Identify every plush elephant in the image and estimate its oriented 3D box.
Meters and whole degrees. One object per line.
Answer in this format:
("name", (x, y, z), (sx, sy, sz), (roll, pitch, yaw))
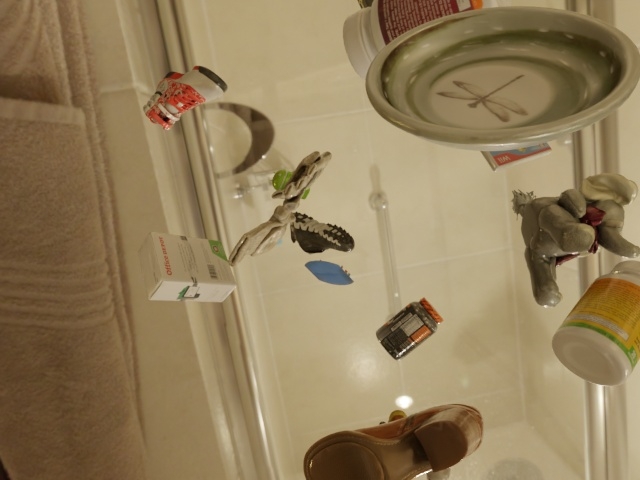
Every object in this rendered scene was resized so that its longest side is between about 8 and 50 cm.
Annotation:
("plush elephant", (0.647, -0.022, 1.126), (0.255, 0.272, 0.330), (-2, -140, 3))

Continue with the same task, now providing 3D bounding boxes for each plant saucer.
("plant saucer", (0.278, -0.252, 0.745), (0.400, 0.101, 0.401), (-8, -133, 9))

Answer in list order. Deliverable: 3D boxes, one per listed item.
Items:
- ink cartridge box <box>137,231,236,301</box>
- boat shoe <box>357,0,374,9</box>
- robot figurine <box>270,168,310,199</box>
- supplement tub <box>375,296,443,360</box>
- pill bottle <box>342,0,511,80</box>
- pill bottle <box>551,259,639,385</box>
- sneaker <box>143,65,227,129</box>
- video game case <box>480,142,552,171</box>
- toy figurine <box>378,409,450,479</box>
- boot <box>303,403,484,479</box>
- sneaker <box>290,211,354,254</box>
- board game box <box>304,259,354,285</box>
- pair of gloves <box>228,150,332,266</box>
("ink cartridge box", (-0.356, 0.075, 1.212), (0.219, 0.160, 0.092), (10, 134, -44))
("boat shoe", (0.210, -0.684, 1.499), (0.091, 0.305, 0.109), (-11, -139, 25))
("robot figurine", (-0.086, -0.160, 1.296), (0.115, 0.067, 0.101), (23, -141, -11))
("supplement tub", (0.272, 0.267, 1.386), (0.190, 0.117, 0.117), (-41, -171, 7))
("pill bottle", (0.270, -0.572, 1.188), (0.392, 0.224, 0.224), (-9, -170, 36))
("pill bottle", (0.578, 0.151, 0.893), (0.245, 0.136, 0.136), (-40, -155, -25))
("sneaker", (-0.334, -0.334, 1.098), (0.270, 0.145, 0.090), (19, 165, 46))
("video game case", (0.545, -0.353, 1.390), (0.204, 0.285, 0.025), (-18, 157, -14))
("toy figurine", (0.192, 0.560, 1.131), (0.213, 0.148, 0.209), (-35, -118, -12))
("boot", (0.093, 0.237, 0.520), (0.197, 0.073, 0.152), (-20, 161, 21))
("sneaker", (0.000, 0.000, 1.325), (0.234, 0.106, 0.078), (24, -149, 31))
("board game box", (0.031, 0.093, 1.467), (0.133, 0.169, 0.033), (-2, -123, 33))
("pair of gloves", (-0.062, -0.057, 0.829), (0.240, 0.042, 0.204), (-52, 178, 16))
